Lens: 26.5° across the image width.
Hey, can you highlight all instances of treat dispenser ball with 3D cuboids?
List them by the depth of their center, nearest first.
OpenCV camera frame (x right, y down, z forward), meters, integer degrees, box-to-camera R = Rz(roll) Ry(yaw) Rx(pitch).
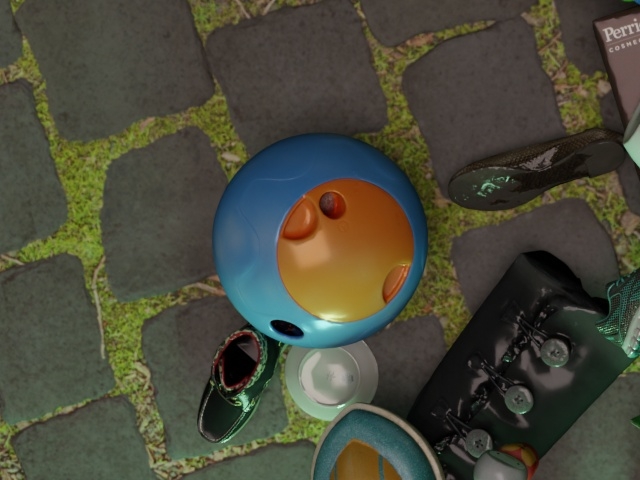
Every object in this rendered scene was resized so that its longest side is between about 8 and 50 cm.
[{"bbox_3d":[0.000,0.000,1.815,0.288,0.288,0.288,2,98,13],"label":"treat dispenser ball"}]

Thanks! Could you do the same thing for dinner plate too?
[{"bbox_3d":[0.014,0.196,1.980,0.141,0.017,0.141,2,99,12],"label":"dinner plate"}]

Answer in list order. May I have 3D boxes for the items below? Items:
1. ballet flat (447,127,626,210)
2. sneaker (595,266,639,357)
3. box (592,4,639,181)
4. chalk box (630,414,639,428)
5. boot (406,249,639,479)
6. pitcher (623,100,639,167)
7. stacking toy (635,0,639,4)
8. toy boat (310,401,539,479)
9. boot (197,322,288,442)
[{"bbox_3d":[0.294,-0.103,1.857,0.250,0.058,0.084,-17,129,20],"label":"ballet flat"},{"bbox_3d":[0.398,0.062,1.722,0.076,0.065,0.166,28,107,28],"label":"sneaker"},{"bbox_3d":[0.498,-0.133,1.760,0.191,0.143,0.381,-18,92,15],"label":"box"},{"bbox_3d":[0.516,0.279,1.800,0.213,0.132,0.132,16,102,30],"label":"chalk box"},{"bbox_3d":[0.300,0.286,1.871,0.367,0.146,0.445,37,100,4],"label":"boot"},{"bbox_3d":[0.464,-0.084,1.637,0.207,0.125,0.178,26,89,0],"label":"pitcher"},{"bbox_3d":[0.382,-0.350,1.679,0.330,0.141,0.141,19,105,49],"label":"stacking toy"},{"bbox_3d":[0.129,0.327,1.775,0.318,0.148,0.267,-20,84,22],"label":"toy boat"},{"bbox_3d":[-0.127,0.201,1.928,0.085,0.178,0.236,33,103,7],"label":"boot"}]
